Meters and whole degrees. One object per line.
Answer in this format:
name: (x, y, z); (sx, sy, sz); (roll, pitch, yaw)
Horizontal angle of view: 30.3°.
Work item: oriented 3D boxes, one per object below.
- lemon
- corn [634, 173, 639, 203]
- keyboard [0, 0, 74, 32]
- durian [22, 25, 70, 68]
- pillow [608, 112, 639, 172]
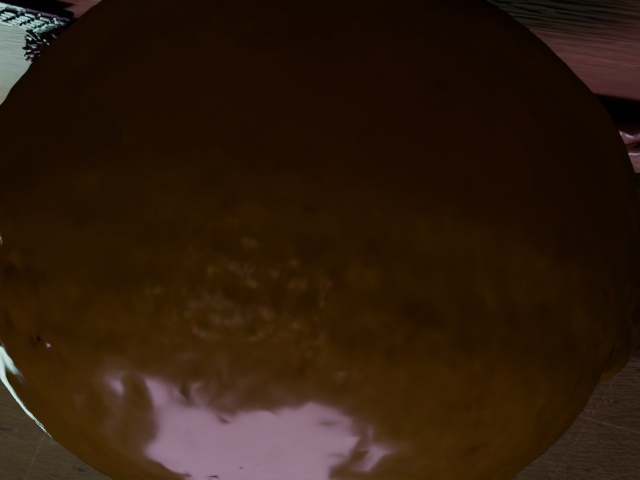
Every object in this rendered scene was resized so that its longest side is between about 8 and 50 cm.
lemon: (-0.004, -0.001, 0.477); (0.263, 0.236, 0.236); (24, 170, -40)
corn: (0.386, 0.019, 0.993); (0.346, 0.130, 0.130); (13, 178, -8)
keyboard: (-0.243, -0.144, 0.654); (0.204, 0.013, 0.061); (10, 179, -29)
durian: (-0.140, -0.100, 0.765); (0.110, 0.071, 0.140); (9, 174, -14)
pillow: (0.141, -0.069, 0.756); (0.232, 0.043, 0.126); (6, -176, 6)
